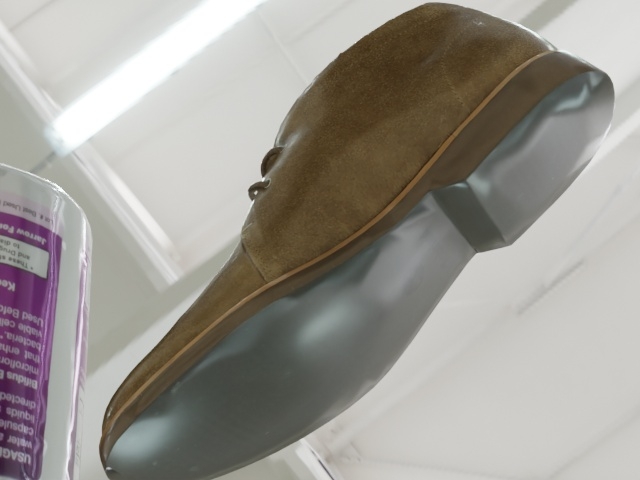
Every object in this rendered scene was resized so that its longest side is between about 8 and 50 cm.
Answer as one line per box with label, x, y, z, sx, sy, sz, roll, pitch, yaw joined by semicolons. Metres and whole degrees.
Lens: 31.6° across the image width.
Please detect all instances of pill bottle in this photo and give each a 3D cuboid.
pill bottle;-0.231;0.114;0.693;0.169;0.169;0.301;-8;-121;9

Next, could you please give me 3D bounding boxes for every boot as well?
boot;0.000;0.000;0.571;0.305;0.112;0.115;-42;-124;-6
